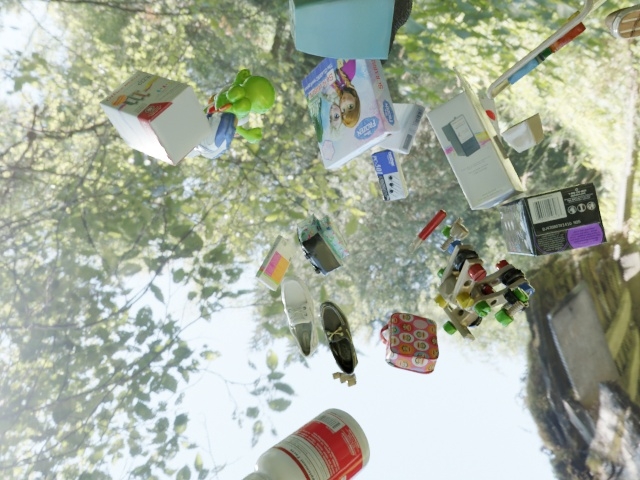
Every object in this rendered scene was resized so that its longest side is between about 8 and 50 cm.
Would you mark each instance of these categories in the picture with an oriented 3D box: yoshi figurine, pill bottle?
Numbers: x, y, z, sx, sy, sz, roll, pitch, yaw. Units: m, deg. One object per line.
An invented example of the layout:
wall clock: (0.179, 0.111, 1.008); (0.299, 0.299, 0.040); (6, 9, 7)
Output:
yoshi figurine: (-0.244, -0.427, 1.472); (0.203, 0.203, 0.362); (29, 176, -22)
pill bottle: (-0.052, 0.706, 1.422); (0.407, 0.229, 0.229); (-17, -124, -45)

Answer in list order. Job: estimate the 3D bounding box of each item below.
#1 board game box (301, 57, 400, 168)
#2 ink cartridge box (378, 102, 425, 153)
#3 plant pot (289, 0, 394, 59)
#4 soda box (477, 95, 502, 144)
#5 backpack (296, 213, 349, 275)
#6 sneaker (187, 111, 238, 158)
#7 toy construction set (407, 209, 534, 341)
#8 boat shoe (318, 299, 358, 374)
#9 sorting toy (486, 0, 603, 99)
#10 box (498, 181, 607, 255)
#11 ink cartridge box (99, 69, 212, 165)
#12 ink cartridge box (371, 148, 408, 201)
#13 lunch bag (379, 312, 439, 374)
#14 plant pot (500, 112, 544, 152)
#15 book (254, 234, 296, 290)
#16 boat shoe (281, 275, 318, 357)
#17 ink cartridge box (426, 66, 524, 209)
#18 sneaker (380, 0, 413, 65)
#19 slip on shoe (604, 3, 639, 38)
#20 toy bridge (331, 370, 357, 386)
board game box: (0.082, -0.425, 1.448); (0.066, 0.318, 0.318); (-13, -96, -34)
ink cartridge box: (0.240, -0.348, 1.438); (0.045, 0.145, 0.179); (16, -171, -21)
plant pot: (0.044, -0.561, 1.166); (0.234, 0.166, 0.165); (-7, -132, -8)
soda box: (0.545, -0.367, 1.548); (0.069, 0.074, 0.216); (-6, -96, -18)
backpack: (0.000, 0.000, 2.058); (0.225, 0.191, 0.253); (55, -179, -31)
sneaker: (-0.332, -0.281, 1.200); (0.131, 0.296, 0.112); (25, -109, -40)
toy construction set: (0.337, 0.111, 1.162); (0.257, 0.237, 0.309); (-4, -131, -54)
boat shoe: (0.056, 0.288, 1.380); (0.069, 0.081, 0.228); (-73, -39, -80)
sorting toy: (0.467, -0.395, 0.916); (0.041, 0.229, 0.307); (49, -131, 1)
box: (0.569, -0.047, 1.172); (0.270, 0.165, 0.143); (2, -104, -81)
ink cartridge box: (-0.358, -0.270, 1.015); (0.176, 0.127, 0.128); (23, -118, 29)
ink cartridge box: (0.286, -0.270, 1.911); (0.046, 0.097, 0.207); (-44, -60, -53)
lunch bag: (0.391, 0.449, 2.078); (0.258, 0.120, 0.293); (10, -149, 6)
plant pot: (0.746, -0.386, 1.693); (0.109, 0.109, 0.096); (-32, -85, -36)
book: (-0.134, 0.068, 1.405); (0.035, 0.144, 0.096); (19, 161, 32)
boat shoe: (-0.065, 0.254, 1.548); (0.096, 0.098, 0.277); (-62, -44, -82)
ink cartridge box: (0.405, -0.265, 1.249); (0.207, 0.119, 0.353); (-6, -108, -59)
sneaker: (0.190, -0.702, 1.517); (0.131, 0.319, 0.112); (12, 158, 47)
slip on shoe: (0.454, -0.298, 0.624); (0.135, 0.051, 0.041); (-8, -146, 3)
toy bridge: (0.100, 0.508, 1.718); (0.063, 0.188, 0.026); (-14, -93, -18)
